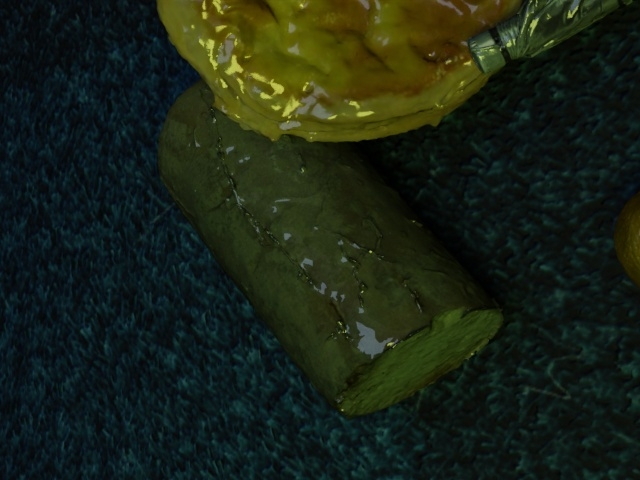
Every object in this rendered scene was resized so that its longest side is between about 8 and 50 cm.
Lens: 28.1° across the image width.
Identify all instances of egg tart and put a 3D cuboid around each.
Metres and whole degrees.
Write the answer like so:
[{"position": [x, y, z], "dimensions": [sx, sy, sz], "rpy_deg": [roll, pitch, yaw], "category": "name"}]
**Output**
[{"position": [0.026, -0.239, 1.027], "dimensions": [0.132, 0.341, 0.342], "rpy_deg": [-159, 78, -80], "category": "egg tart"}]

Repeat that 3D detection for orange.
[{"position": [0.259, -0.004, 0.921], "dimensions": [0.095, 0.085, 0.085], "rpy_deg": [-32, 69, 33], "category": "orange"}]

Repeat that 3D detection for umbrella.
[{"position": [0.198, -0.183, 0.960], "dimensions": [0.188, 0.050, 0.046], "rpy_deg": [-25, 29, 6], "category": "umbrella"}]

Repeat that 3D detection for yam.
[{"position": [0.000, 0.000, 1.057], "dimensions": [0.168, 0.168, 0.304], "rpy_deg": [-52, 59, 21], "category": "yam"}]
